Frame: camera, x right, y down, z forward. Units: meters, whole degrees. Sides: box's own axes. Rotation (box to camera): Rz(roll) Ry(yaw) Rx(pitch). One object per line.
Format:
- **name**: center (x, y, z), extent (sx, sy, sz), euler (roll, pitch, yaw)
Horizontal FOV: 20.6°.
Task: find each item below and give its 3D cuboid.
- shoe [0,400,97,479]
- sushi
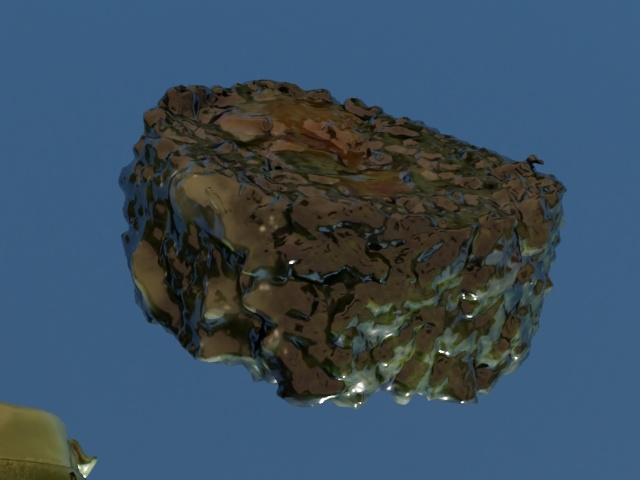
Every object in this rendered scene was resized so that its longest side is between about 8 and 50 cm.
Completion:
- **shoe**: center (-0.324, 0.203, 1.499), extent (0.262, 0.140, 0.128), euler (8, -147, -12)
- **sushi**: center (0.000, 0.000, 1.388), extent (0.294, 0.178, 0.352), euler (-7, -156, -40)
